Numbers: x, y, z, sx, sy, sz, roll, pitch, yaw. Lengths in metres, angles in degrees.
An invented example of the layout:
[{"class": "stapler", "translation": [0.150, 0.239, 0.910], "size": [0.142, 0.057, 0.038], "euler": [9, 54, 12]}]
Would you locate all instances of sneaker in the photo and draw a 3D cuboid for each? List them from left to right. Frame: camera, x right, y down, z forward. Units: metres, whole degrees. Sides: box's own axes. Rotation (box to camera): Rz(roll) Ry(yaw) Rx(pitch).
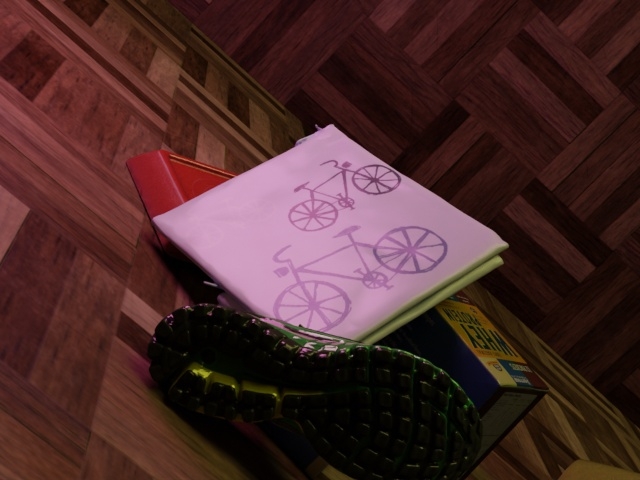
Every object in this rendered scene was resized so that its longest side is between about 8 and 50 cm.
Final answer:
[{"class": "sneaker", "translation": [0.003, 0.142, 1.209], "size": [0.344, 0.134, 0.146], "euler": [23, 3, 0]}]

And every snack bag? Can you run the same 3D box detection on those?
[{"class": "snack bag", "translation": [0.000, 0.000, 1.474], "size": [0.342, 0.323, 0.037], "euler": [37, -36, 35]}]

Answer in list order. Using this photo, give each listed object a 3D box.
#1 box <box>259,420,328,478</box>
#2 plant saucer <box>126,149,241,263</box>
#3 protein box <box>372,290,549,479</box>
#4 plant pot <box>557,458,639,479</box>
[{"class": "box", "translation": [-0.061, 0.163, 1.353], "size": [0.225, 0.036, 0.136], "euler": [44, 11, 7]}, {"class": "plant saucer", "translation": [-0.119, -0.033, 1.650], "size": [0.259, 0.047, 0.258], "euler": [18, 23, -31]}, {"class": "protein box", "translation": [0.130, 0.181, 1.492], "size": [0.136, 0.201, 0.200], "euler": [15, 30, -54]}, {"class": "plant pot", "translation": [0.457, 0.443, 1.686], "size": [0.294, 0.274, 0.275], "euler": [32, 5, 26]}]
